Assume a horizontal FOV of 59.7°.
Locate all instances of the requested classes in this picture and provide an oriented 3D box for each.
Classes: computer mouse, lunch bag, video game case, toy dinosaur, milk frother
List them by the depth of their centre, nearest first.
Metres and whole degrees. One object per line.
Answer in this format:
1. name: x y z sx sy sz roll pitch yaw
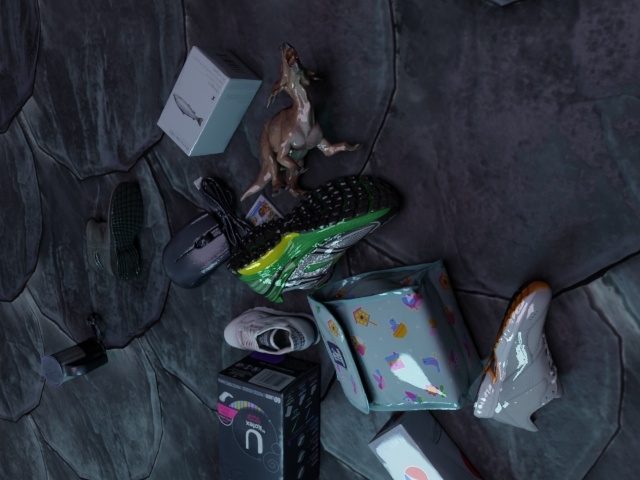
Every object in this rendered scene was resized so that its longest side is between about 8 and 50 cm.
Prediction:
1. lunch bag: 0.108 0.170 0.956 0.262 0.160 0.224 -15 102 36
2. toy dinosaur: -0.061 -0.195 0.999 0.295 0.127 0.200 -41 73 44
3. video game case: -0.099 -0.021 1.121 0.122 0.011 0.087 46 121 13
4. computer mouse: -0.266 0.010 1.185 0.272 0.072 0.188 -43 77 33
5. milk frother: -0.631 0.278 1.435 0.129 0.134 0.143 -20 91 32

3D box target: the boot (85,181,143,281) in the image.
1. boot: -0.507 -0.031 1.324 0.161 0.083 0.247 18 109 32

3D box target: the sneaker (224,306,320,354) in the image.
1. sneaker: -0.118 0.189 1.135 0.235 0.094 0.090 -9 98 33

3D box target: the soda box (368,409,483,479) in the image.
1. soda box: 0.221 0.437 0.991 0.286 0.098 0.091 51 122 11

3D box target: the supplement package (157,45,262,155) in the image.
1. supplement package: -0.215 -0.266 1.075 0.105 0.105 0.179 44 120 14

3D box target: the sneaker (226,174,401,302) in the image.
1. sneaker: 0.000 0.000 1.021 0.343 0.134 0.146 -28 123 26

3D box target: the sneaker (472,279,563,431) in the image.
1. sneaker: 0.332 0.185 0.877 0.121 0.099 0.263 19 118 18

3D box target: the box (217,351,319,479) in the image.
1. box: -0.104 0.385 1.144 0.165 0.143 0.271 8 106 29
